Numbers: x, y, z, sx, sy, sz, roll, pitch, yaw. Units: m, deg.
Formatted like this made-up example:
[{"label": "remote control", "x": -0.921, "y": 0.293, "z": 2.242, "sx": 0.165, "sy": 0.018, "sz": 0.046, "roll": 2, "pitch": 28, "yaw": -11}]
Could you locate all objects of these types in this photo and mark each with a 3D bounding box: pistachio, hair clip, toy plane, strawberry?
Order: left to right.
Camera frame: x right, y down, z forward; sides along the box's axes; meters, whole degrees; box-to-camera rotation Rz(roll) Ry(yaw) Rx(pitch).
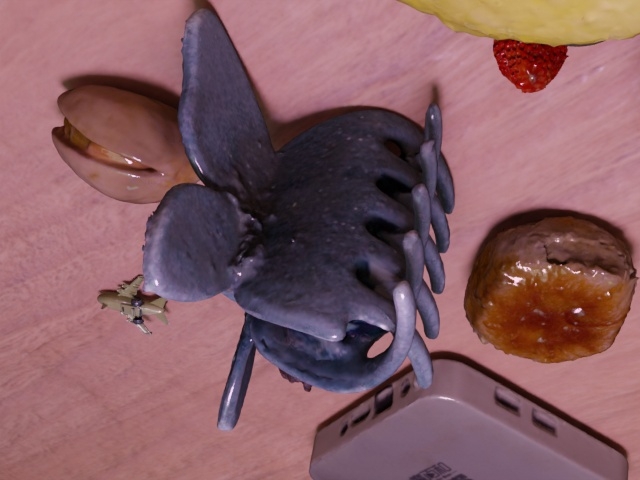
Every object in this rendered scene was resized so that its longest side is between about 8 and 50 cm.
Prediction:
[{"label": "pistachio", "x": -0.213, "y": -0.107, "z": 1.021, "sx": 0.185, "sy": 0.124, "sz": 0.124, "roll": 28, "pitch": 141, "yaw": 11}, {"label": "toy plane", "x": -0.267, "y": 0.092, "z": 1.309, "sx": 0.111, "sy": 0.040, "sz": 0.102, "roll": 7, "pitch": 119, "yaw": 8}, {"label": "hair clip", "x": 0.000, "y": 0.000, "z": 0.920, "sx": 0.238, "sy": 0.318, "sz": 0.392, "roll": 0, "pitch": 135, "yaw": 14}, {"label": "strawberry", "x": 0.195, "y": -0.168, "z": 0.842, "sx": 0.073, "sy": 0.083, "sz": 0.073, "roll": -2, "pitch": 132, "yaw": -2}]

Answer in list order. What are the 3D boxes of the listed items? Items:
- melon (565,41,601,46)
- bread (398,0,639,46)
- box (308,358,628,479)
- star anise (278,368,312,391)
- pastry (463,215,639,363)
[{"label": "melon", "x": 0.186, "y": -0.226, "z": 0.753, "sx": 0.167, "sy": 0.114, "sz": 0.114, "roll": 27, "pitch": 138, "yaw": -16}, {"label": "bread", "x": 0.130, "y": -0.322, "z": 0.516, "sx": 0.348, "sy": 0.307, "sz": 0.348, "roll": 14, "pitch": 144, "yaw": 10}, {"label": "box", "x": 0.213, "y": 0.339, "z": 1.396, "sx": 0.373, "sy": 0.090, "sz": 0.367, "roll": 31, "pitch": 136, "yaw": -16}, {"label": "star anise", "x": -0.010, "y": 0.180, "z": 1.324, "sx": 0.141, "sy": 0.042, "sz": 0.141, "roll": 8, "pitch": 140, "yaw": 7}, {"label": "pastry", "x": 0.261, "y": 0.058, "z": 1.060, "sx": 0.182, "sy": 0.093, "sz": 0.192, "roll": 9, "pitch": 137, "yaw": 3}]
